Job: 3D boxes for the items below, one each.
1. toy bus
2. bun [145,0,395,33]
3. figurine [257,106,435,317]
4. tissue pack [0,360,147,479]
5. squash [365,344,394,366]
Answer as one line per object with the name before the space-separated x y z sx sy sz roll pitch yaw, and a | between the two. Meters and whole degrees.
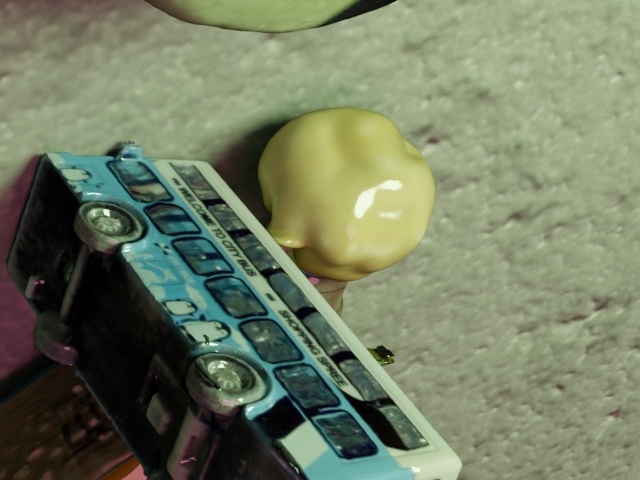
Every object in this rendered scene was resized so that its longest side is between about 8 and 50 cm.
toy bus | -0.059 0.068 0.994 0.131 0.297 0.106 -3 129 -38
bun | -0.001 -0.235 0.861 0.283 0.179 0.283 -23 157 -10
figurine | 0.000 0.000 1.128 0.114 0.108 0.196 3 144 -22
tissue pack | -0.151 0.186 1.155 0.271 0.134 0.192 -35 138 0
squash | -0.009 0.201 1.298 0.087 0.087 0.331 -2 127 -31
